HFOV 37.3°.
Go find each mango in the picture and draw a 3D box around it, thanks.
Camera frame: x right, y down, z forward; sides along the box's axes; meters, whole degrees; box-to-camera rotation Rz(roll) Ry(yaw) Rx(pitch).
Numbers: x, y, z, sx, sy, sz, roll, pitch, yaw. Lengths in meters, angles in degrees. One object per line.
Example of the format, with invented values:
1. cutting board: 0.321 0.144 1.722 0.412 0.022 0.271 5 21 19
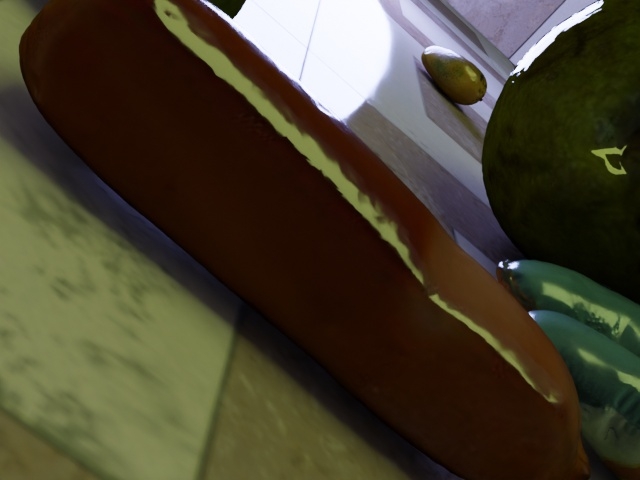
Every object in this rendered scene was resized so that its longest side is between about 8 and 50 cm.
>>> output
1. mango: 0.183 -0.230 1.312 0.114 0.057 0.079 45 21 30

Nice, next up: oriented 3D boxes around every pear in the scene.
1. pear: 0.327 -0.068 0.835 0.352 0.352 0.413 51 24 21

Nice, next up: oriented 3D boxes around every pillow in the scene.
1. pillow: 0.205 0.088 0.629 0.214 0.086 0.233 37 17 -4

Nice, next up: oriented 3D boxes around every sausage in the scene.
1. sausage: 0.000 0.000 0.398 0.300 0.083 0.089 44 9 -8

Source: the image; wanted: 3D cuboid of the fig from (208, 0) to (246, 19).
1. fig: -0.102 -0.148 0.509 0.133 0.185 0.126 20 -9 -41
